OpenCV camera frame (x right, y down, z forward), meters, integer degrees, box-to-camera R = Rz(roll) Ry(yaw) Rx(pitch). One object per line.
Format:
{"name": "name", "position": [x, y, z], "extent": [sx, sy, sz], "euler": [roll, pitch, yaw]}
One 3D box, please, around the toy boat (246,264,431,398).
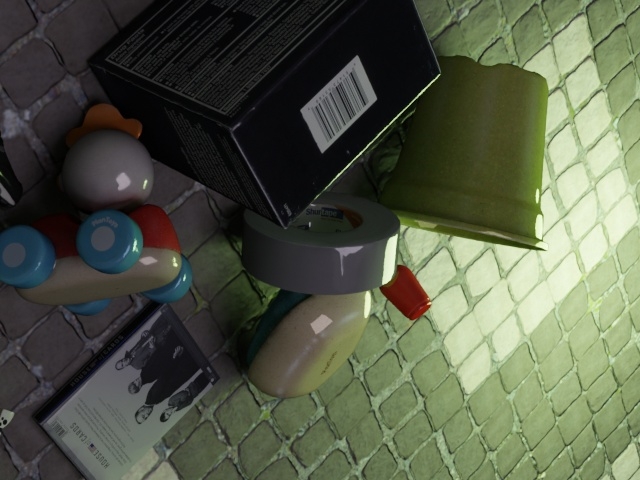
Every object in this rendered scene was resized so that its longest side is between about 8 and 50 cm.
{"name": "toy boat", "position": [0.015, 0.102, 2.020], "extent": [0.318, 0.148, 0.267], "euler": [-27, 159, -35]}

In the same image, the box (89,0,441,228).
{"name": "box", "position": [-0.066, -0.212, 1.691], "extent": [0.296, 0.294, 0.183], "euler": [-45, 135, -18]}

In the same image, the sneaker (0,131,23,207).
{"name": "sneaker", "position": [-0.401, -0.158, 1.549], "extent": [0.124, 0.107, 0.283], "euler": [-52, 135, -20]}

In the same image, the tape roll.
{"name": "tape roll", "position": [0.000, 0.000, 1.906], "extent": [0.219, 0.219, 0.072], "euler": [-15, 118, -38]}

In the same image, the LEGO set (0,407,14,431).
{"name": "LEGO set", "position": [-0.492, 0.214, 1.644], "extent": [0.227, 0.087, 0.093], "euler": [31, 72, -46]}

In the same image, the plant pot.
{"name": "plant pot", "position": [0.229, -0.134, 2.052], "extent": [0.276, 0.276, 0.254], "euler": [12, 89, -45]}

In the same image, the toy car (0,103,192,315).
{"name": "toy car", "position": [-0.280, -0.049, 1.684], "extent": [0.219, 0.210, 0.238], "euler": [44, 38, -70]}

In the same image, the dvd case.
{"name": "dvd case", "position": [-0.263, 0.217, 1.901], "extent": [0.238, 0.029, 0.179], "euler": [-44, 133, -18]}
